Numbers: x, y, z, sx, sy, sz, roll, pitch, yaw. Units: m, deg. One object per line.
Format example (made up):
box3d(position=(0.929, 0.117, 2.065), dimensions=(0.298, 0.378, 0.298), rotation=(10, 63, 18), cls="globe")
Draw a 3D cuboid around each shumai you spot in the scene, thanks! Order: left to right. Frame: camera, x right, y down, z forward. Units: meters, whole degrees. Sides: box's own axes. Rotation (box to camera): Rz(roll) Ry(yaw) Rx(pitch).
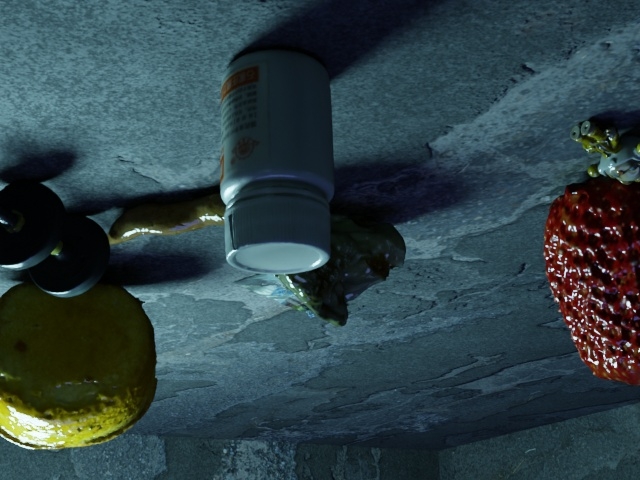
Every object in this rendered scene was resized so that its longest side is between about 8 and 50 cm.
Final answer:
box3d(position=(0.000, 0.000, 1.556), dimensions=(0.203, 0.222, 0.272), rotation=(-49, 132, -1), cls="shumai")

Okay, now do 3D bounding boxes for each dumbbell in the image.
box3d(position=(-0.439, 0.000, 1.470), dimensions=(0.143, 0.143, 0.325), rotation=(-8, 158, 13), cls="dumbbell")

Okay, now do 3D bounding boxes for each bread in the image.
box3d(position=(-0.496, 0.220, 1.776), dimensions=(0.358, 0.337, 0.204), rotation=(-4, 152, -13), cls="bread")

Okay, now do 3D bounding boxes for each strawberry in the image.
box3d(position=(0.513, 0.058, 1.449), dimensions=(0.312, 0.351, 0.267), rotation=(-2, 151, 14), cls="strawberry")

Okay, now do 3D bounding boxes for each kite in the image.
box3d(position=(-0.037, 0.116, 1.989), dimensions=(0.169, 0.015, 0.310), rotation=(-15, 155, 27), cls="kite")

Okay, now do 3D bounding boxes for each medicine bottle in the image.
box3d(position=(-0.052, -0.094, 1.124), dimensions=(0.144, 0.252, 0.144), rotation=(-4, 158, -2), cls="medicine bottle")

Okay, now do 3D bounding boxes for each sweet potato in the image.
box3d(position=(-0.252, -0.037, 1.512), dimensions=(0.281, 0.059, 0.067), rotation=(-8, 177, 18), cls="sweet potato")

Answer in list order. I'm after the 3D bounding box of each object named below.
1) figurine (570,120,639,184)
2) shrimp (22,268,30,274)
box3d(position=(0.427, -0.130, 1.352), dimensions=(0.143, 0.068, 0.101), rotation=(13, 153, -6), cls="figurine")
box3d(position=(-0.525, 0.051, 1.740), dimensions=(0.091, 0.034, 0.161), rotation=(0, 161, -6), cls="shrimp")
